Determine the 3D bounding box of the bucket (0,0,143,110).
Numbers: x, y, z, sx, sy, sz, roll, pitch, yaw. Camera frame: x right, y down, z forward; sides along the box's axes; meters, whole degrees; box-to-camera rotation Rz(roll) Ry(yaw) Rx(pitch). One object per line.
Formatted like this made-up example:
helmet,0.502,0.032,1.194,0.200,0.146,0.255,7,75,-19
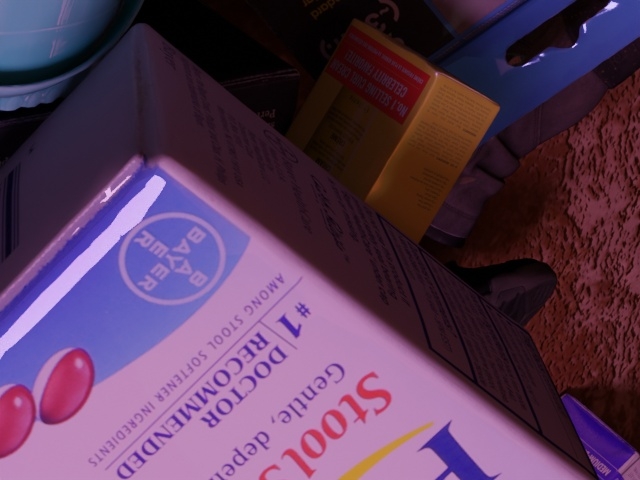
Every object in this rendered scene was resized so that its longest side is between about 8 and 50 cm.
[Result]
bucket,-0.199,-0.191,0.774,0.281,0.281,0.183,-4,123,-35

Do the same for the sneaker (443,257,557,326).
sneaker,0.060,0.037,1.192,0.228,0.130,0.087,-22,149,-25

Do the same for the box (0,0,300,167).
box,-0.210,0.035,0.962,0.343,0.179,0.312,-13,123,-31

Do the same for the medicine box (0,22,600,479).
medicine box,-0.063,0.096,0.791,0.289,0.149,0.263,38,107,-26

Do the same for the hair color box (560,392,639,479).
hair color box,0.162,0.320,1.477,0.339,0.110,0.185,-43,135,-4

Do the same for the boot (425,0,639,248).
boot,0.070,-0.133,1.117,0.223,0.118,0.338,-45,130,5

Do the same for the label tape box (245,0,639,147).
label tape box,0.074,-0.198,0.952,0.241,0.106,0.333,-35,115,17

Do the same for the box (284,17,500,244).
box,0.000,0.000,0.914,0.058,0.087,0.232,23,103,-44
